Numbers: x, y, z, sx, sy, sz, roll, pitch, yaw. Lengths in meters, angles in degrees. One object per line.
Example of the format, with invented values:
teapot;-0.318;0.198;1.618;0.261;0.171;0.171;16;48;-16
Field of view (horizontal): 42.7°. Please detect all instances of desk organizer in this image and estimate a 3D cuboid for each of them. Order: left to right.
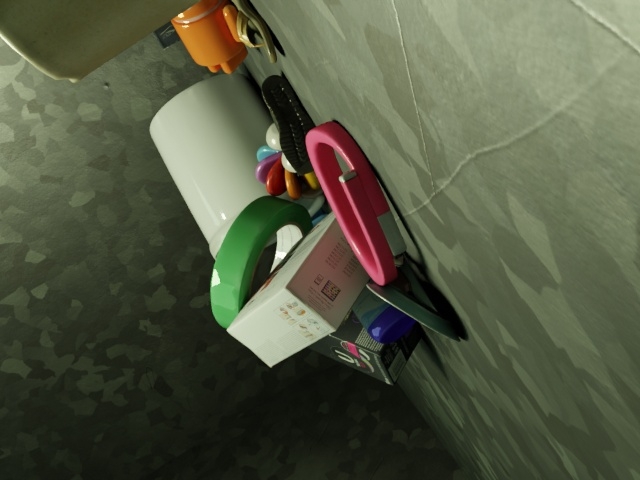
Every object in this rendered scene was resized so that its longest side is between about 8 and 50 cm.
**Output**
desk organizer;0.125;0.056;1.647;0.130;0.050;0.047;56;176;24

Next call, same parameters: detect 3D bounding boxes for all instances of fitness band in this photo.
fitness band;0.057;-0.059;1.365;0.291;0.054;0.209;66;170;-18

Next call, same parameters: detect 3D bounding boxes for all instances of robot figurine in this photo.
robot figurine;-0.227;-0.436;1.622;0.219;0.128;0.158;62;-178;-43

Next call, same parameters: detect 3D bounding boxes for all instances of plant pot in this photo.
plant pot;-0.321;-0.404;1.164;0.334;0.305;0.334;50;-169;-14

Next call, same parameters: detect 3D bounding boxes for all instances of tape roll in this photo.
tape roll;-0.126;0.061;1.849;0.077;0.321;0.321;19;158;24

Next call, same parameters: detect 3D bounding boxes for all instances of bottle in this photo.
bottle;0.095;0.082;1.744;0.092;0.118;0.283;12;-142;-51

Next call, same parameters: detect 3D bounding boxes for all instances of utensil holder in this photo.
utensil holder;-0.219;-0.191;2.119;0.385;0.327;0.327;60;177;10

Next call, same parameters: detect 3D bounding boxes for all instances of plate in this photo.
plate;0.165;0.117;1.412;0.188;0.024;0.188;30;-177;-2

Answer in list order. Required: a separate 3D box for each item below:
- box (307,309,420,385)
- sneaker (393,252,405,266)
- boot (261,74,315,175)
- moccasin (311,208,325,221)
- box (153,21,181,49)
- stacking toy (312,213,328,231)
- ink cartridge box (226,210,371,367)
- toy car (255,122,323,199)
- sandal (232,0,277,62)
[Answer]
box;0.077;0.207;1.945;0.270;0.143;0.165;20;154;31
sneaker;0.126;0.015;1.439;0.083;0.032;0.037;59;176;-21
boot;-0.055;-0.227;1.618;0.137;0.077;0.198;-114;6;-84
moccasin;0.000;0.000;2.342;0.342;0.138;0.117;-105;2;-55
box;-0.357;-0.575;1.976;0.093;0.156;0.158;57;176;27
stacking toy;0.047;0.034;1.988;0.175;0.166;0.302;55;162;-10
ink cartridge box;-0.017;0.084;1.650;0.130;0.272;0.309;41;148;-7
toy car;-0.078;-0.164;1.836;0.182;0.136;0.159;55;176;36
sandal;-0.129;-0.377;1.435;0.180;0.049;0.072;57;176;15
